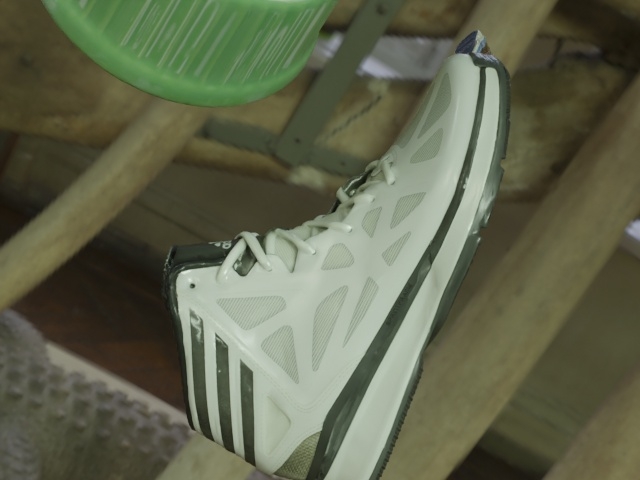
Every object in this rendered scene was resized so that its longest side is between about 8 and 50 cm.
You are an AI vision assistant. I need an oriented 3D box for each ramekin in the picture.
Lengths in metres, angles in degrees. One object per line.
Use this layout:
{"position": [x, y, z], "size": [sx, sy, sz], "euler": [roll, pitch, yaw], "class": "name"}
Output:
{"position": [-0.107, -0.290, 1.084], "size": [0.303, 0.148, 0.303], "euler": [15, 56, -23], "class": "ramekin"}

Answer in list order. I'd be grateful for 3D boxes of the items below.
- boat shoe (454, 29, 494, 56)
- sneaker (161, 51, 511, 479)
{"position": [0.236, -0.261, 1.750], "size": [0.066, 0.066, 0.183], "euler": [45, 32, -11], "class": "boat shoe"}
{"position": [0.000, 0.000, 1.084], "size": [0.257, 0.448, 0.169], "euler": [22, -3, -3], "class": "sneaker"}
